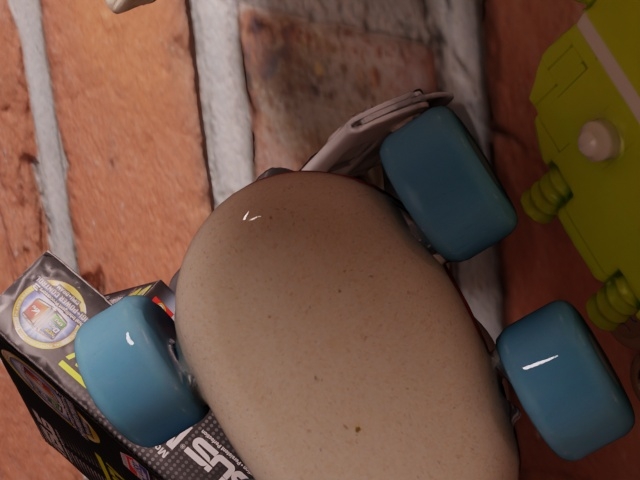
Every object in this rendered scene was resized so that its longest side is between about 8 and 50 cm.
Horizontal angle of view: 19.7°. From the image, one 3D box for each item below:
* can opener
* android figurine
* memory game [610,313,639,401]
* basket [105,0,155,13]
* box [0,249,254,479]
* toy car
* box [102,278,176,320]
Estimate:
[{"bbox_3d":[0.000,0.000,1.077,0.095,0.076,0.283,61,145,12],"label":"can opener"},{"bbox_3d":[0.186,-0.055,0.805,0.273,0.056,0.248,-43,71,47],"label":"android figurine"},{"bbox_3d":[0.206,0.042,0.879,0.186,0.012,0.186,28,127,43],"label":"memory game"},{"bbox_3d":[-0.061,-0.203,0.977,0.103,0.167,0.113,59,144,6],"label":"basket"},{"bbox_3d":[-0.098,0.138,1.157,0.216,0.060,0.270,39,163,13],"label":"box"},{"bbox_3d":[0.028,0.063,0.970,0.219,0.238,0.210,-31,86,9],"label":"toy car"},{"bbox_3d":[-0.101,0.083,1.203,0.114,0.036,0.207,46,164,-9],"label":"box"}]
